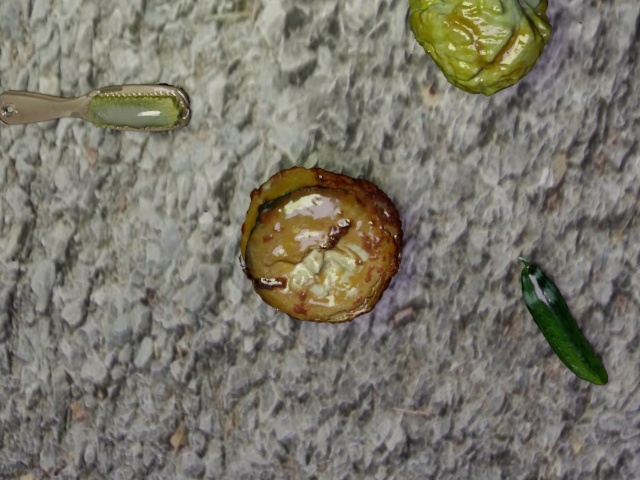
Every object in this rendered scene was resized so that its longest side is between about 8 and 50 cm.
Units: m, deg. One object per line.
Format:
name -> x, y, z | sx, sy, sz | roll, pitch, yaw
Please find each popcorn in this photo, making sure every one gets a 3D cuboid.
popcorn -> 0.212, -0.300, 1.155 | 0.197, 0.198, 0.213 | 27, 74, -2

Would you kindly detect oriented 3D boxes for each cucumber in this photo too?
cucumber -> 0.355, 0.124, 1.324 | 0.056, 0.056, 0.250 | -30, 103, 14

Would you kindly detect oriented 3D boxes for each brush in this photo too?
brush -> -0.349, -0.194, 1.307 | 0.312, 0.067, 0.072 | 2, 108, 8

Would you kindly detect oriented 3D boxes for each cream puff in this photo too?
cream puff -> -0.001, 0.001, 1.274 | 0.240, 0.164, 0.240 | 1, 121, 2
